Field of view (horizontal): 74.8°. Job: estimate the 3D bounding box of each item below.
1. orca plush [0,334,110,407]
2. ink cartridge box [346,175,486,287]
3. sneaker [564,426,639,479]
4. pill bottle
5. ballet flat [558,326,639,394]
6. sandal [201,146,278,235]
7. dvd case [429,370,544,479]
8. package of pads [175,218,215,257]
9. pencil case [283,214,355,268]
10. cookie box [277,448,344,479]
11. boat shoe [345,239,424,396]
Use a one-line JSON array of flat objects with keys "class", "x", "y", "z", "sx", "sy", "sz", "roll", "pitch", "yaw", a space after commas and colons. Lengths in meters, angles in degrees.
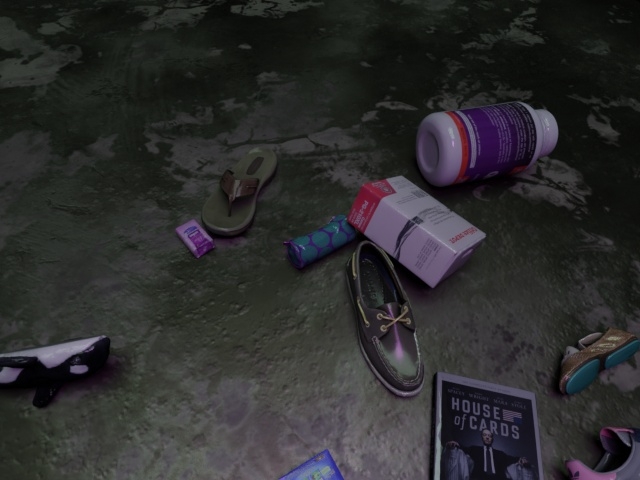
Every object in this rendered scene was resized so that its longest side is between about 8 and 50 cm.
[{"class": "orca plush", "x": -0.488, "y": 0.232, "z": 0.688, "sx": 0.286, "sy": 0.151, "sz": 0.102, "roll": -9, "pitch": 86, "yaw": -14}, {"class": "ink cartridge box", "x": 0.203, "y": -0.028, "z": 0.892, "sx": 0.237, "sy": 0.100, "sz": 0.171, "roll": 40, "pitch": 35, "yaw": 24}, {"class": "sneaker", "x": 0.539, "y": 0.339, "z": 0.670, "sx": 0.318, "sy": 0.112, "sz": 0.131, "roll": -22, "pitch": 60, "yaw": -20}, {"class": "pill bottle", "x": 0.417, "y": -0.246, "z": 1.056, "sx": 0.322, "sy": 0.182, "sz": 0.182, "roll": -11, "pitch": 55, "yaw": -12}, {"class": "ballet flat", "x": 0.508, "y": 0.223, "z": 0.794, "sx": 0.206, "sy": 0.073, "sz": 0.067, "roll": -18, "pitch": 29, "yaw": -20}, {"class": "sandal", "x": -0.193, "y": -0.135, "z": 0.988, "sx": 0.120, "sy": 0.086, "sz": 0.303, "roll": 14, "pitch": 54, "yaw": 7}, {"class": "dvd case", "x": 0.273, "y": 0.352, "z": 0.693, "sx": 0.179, "sy": 0.030, "sz": 0.239, "roll": 11, "pitch": 54, "yaw": 4}, {"class": "package of pads", "x": -0.276, "y": -0.006, "z": 0.920, "sx": 0.050, "sy": 0.032, "sz": 0.083, "roll": -35, "pitch": 63, "yaw": -23}, {"class": "pencil case", "x": 0.000, "y": 0.000, "z": 0.915, "sx": 0.151, "sy": 0.064, "sz": 0.070, "roll": -28, "pitch": 76, "yaw": -23}, {"class": "cookie box", "x": -0.002, "y": 0.394, "z": 0.635, "sx": 0.091, "sy": 0.040, "sz": 0.107, "roll": -23, "pitch": 58, "yaw": -20}, {"class": "boat shoe", "x": 0.121, "y": 0.138, "z": 0.802, "sx": 0.109, "sy": 0.091, "sz": 0.305, "roll": -10, "pitch": 55, "yaw": -11}]
